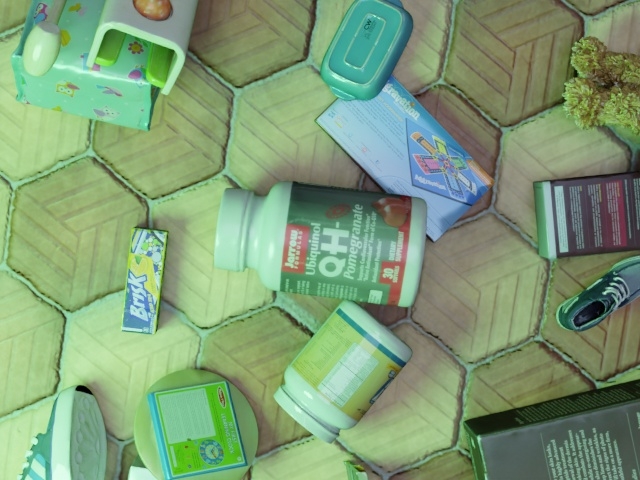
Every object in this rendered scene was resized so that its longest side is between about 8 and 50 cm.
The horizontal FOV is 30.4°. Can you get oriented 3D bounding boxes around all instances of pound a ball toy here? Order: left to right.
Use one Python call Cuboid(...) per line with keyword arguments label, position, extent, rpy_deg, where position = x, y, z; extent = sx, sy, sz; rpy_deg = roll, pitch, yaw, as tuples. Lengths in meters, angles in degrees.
Cuboid(label="pound a ball toy", position=(-0.278, -0.353, 1.677), extent=(0.208, 0.135, 0.319), rpy_deg=(19, 49, -14))

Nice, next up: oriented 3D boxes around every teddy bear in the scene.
Cuboid(label="teddy bear", position=(0.546, -0.219, 1.885), extent=(0.338, 0.113, 0.245), rpy_deg=(33, 54, 3))

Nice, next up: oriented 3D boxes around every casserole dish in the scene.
Cuboid(label="casserole dish", position=(0.073, -0.315, 1.895), extent=(0.114, 0.037, 0.188), rpy_deg=(26, 85, 10))

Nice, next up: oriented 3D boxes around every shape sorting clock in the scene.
Cuboid(label="shape sorting clock", position=(-0.198, 0.306, 1.887), extent=(0.206, 0.040, 0.206), rpy_deg=(8, 63, -17))

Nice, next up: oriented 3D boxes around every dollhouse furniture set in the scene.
Cuboid(label="dollhouse furniture set", position=(0.086, 0.432, 1.938), extent=(0.059, 0.076, 0.151), rpy_deg=(-11, 95, -15))

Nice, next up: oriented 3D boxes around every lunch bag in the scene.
Cuboid(label="lunch bag", position=(-0.337, -0.323, 1.825), extent=(0.223, 0.160, 0.262), rpy_deg=(12, 58, -3))

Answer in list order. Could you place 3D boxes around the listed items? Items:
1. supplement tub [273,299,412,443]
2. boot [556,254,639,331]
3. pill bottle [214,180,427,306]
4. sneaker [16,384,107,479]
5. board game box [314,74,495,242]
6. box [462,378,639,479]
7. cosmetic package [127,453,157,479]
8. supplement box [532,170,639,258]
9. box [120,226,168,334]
Cuboid(label="supplement tub", position=(0.034, 0.209, 1.884), extent=(0.144, 0.144, 0.199), rpy_deg=(39, 91, -4))
Cuboid(label="boot", position=(0.479, 0.091, 1.932), extent=(0.190, 0.086, 0.069), rpy_deg=(-35, 94, -1))
Cuboid(label="pill bottle", position=(0.000, 0.000, 1.851), extent=(0.319, 0.176, 0.176), rpy_deg=(7, 93, 0))
Cuboid(label="sneaker", position=(-0.471, 0.401, 1.873), extent=(0.236, 0.130, 0.322), rpy_deg=(-10, 71, 17))
Cuboid(label="board game box", position=(0.138, -0.146, 1.930), extent=(0.145, 0.027, 0.281), rpy_deg=(-44, 94, 1))
Cuboid(label="box", position=(0.443, 0.353, 1.920), extent=(0.382, 0.143, 0.191), rpy_deg=(-12, 94, -4))
Cuboid(label="cosmetic package", position=(-0.293, 0.472, 1.901), extent=(0.060, 0.099, 0.239), rpy_deg=(10, 92, -4))
Cuboid(label="supplement box", position=(0.477, -0.045, 1.932), extent=(0.240, 0.073, 0.130), rpy_deg=(-5, 93, -2))
Cuboid(label="box", position=(-0.283, 0.064, 1.902), extent=(0.059, 0.054, 0.168), rpy_deg=(7, 92, -4))
